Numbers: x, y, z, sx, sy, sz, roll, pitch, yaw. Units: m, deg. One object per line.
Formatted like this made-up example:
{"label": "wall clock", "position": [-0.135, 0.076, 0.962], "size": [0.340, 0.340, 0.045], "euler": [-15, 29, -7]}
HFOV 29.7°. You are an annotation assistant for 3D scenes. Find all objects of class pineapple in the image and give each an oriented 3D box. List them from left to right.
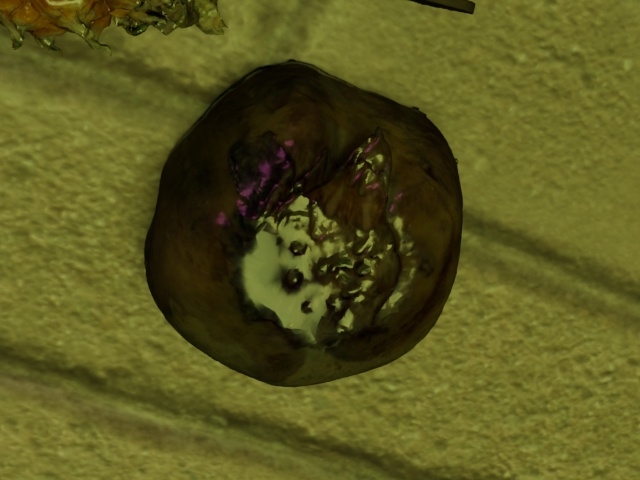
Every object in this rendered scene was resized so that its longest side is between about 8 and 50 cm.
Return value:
{"label": "pineapple", "position": [-0.125, -0.186, 0.836], "size": [0.250, 0.140, 0.164], "euler": [-31, 119, -4]}

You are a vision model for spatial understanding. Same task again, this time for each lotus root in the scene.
{"label": "lotus root", "position": [0.000, 0.000, 0.934], "size": [0.272, 0.192, 0.272], "euler": [-3, 107, -11]}

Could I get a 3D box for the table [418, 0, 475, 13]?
{"label": "table", "position": [0.053, -0.287, 0.841], "size": [0.167, 0.167, 0.226], "euler": [10, 101, -19]}
